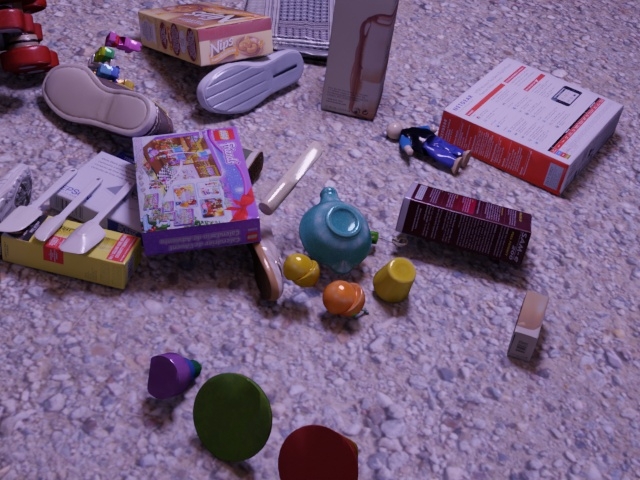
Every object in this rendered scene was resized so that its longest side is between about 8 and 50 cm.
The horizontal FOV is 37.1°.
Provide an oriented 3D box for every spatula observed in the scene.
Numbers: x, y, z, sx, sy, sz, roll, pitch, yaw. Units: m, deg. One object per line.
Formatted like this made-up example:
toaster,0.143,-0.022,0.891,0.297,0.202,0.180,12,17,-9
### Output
spatula,-0.430,-0.056,1.663,0.168,0.019,0.242,11,32,12

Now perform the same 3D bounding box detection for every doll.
doll,0.222,-0.206,2.033,0.189,0.046,0.129,30,43,23

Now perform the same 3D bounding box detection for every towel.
towel,-0.047,-0.545,2.383,0.312,0.056,0.324,8,40,-2

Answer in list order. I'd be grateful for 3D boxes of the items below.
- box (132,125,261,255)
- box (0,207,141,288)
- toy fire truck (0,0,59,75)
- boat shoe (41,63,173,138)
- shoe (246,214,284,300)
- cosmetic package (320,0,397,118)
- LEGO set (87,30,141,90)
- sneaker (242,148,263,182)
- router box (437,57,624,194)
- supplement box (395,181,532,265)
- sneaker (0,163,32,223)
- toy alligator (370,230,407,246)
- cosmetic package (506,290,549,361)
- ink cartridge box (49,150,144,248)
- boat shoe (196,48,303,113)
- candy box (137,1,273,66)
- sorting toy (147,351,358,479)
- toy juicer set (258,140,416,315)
box,-0.227,-0.095,1.709,0.200,0.057,0.293,-7,40,-8
box,-0.430,0.013,1.627,0.232,0.058,0.087,14,36,6
toy fire truck,-0.691,-0.422,1.967,0.253,0.169,0.302,-11,7,-6
boat shoe,-0.437,-0.275,1.946,0.324,0.117,0.096,22,-2,31
shoe,-0.093,0.022,1.671,0.058,0.077,0.219,-9,40,-14
cosmetic package,0.090,-0.436,2.086,0.129,0.296,0.153,13,40,6
LEGO set,-0.436,-0.364,2.039,0.093,0.087,0.227,12,-9,-24
sneaker,-0.188,-0.122,1.843,0.086,0.064,0.192,15,39,19
router box,0.472,-0.265,2.125,0.301,0.082,0.335,28,43,22
supplement box,0.271,-0.034,1.786,0.239,0.073,0.130,16,19,9
sneaker,-0.589,-0.067,1.674,0.115,0.090,0.232,11,38,7
toy alligator,0.065,-0.011,1.768,0.189,0.056,0.051,10,-5,-10
cosmetic package,0.354,0.145,1.624,0.041,0.060,0.115,18,39,11
ink cartridge box,-0.349,-0.093,1.783,0.223,0.045,0.224,22,40,15
boat shoe,-0.166,-0.352,2.109,0.094,0.109,0.302,11,28,42
candy box,-0.265,-0.472,2.154,0.183,0.088,0.316,-17,28,-29
sorting toy,-0.083,0.259,1.394,0.365,0.127,0.126,25,13,23
toy juicer set,0.000,0.000,1.669,0.209,0.089,0.329,-28,73,-29
